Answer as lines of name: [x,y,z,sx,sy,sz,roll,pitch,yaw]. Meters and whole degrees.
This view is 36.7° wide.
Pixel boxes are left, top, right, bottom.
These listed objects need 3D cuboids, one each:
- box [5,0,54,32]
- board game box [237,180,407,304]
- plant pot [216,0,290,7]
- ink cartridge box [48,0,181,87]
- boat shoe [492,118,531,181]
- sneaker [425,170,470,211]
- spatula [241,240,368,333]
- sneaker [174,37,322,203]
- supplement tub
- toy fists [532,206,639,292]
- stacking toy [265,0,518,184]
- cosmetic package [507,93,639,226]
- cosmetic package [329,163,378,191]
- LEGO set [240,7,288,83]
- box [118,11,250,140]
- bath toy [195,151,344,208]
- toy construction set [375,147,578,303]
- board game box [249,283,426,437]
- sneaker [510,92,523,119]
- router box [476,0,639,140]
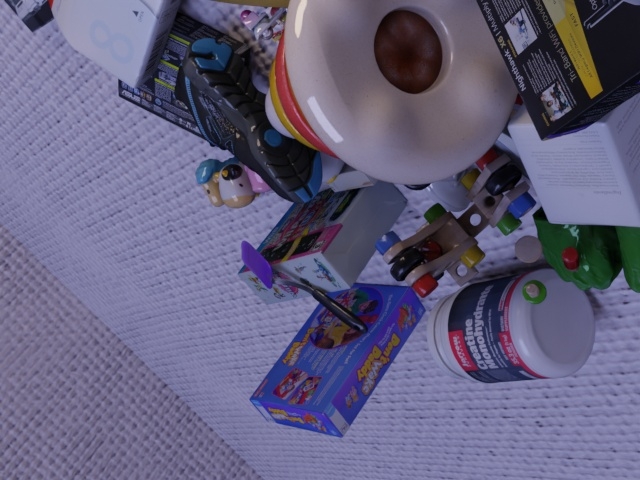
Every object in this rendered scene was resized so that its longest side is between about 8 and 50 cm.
box: [-0.593,-0.574,1.866,0.242,0.076,0.307,-8,127,51]
board game box: [0.000,0.000,1.870,0.097,0.224,0.303,46,149,-17]
plant pot: [-0.085,-0.443,1.340,0.187,0.212,0.212,21,171,-1]
ink cartridge box: [-0.422,-0.492,1.682,0.385,0.091,0.308,32,135,1]
boat shoe: [0.272,-0.170,1.479,0.227,0.079,0.081,41,151,-6]
sneaker: [0.210,-0.137,1.607,0.094,0.080,0.212,-12,124,40]
spatula: [-0.035,0.090,1.776,0.296,0.030,0.084,29,146,19]
sneaker: [-0.127,-0.197,1.708,0.341,0.125,0.139,52,142,5]
supplement tub: [0.341,0.162,1.755,0.191,0.191,0.272,47,149,-15]
toy fists: [0.466,0.011,1.507,0.279,0.096,0.142,4,123,47]
stacking toy: [0.035,-0.246,1.446,0.350,0.350,0.480,48,161,-17]
cosmetic package: [0.382,-0.135,1.334,0.151,0.151,0.184,5,136,44]
cosmetic package: [0.066,-0.128,1.786,0.115,0.060,0.041,-5,131,52]
LEGO set: [-0.060,-0.354,1.570,0.107,0.132,0.287,55,178,8]
box: [-0.265,-0.320,1.837,0.270,0.060,0.216,27,136,18]
bath toy: [-0.101,-0.142,1.854,0.129,0.151,0.348,41,150,-27]
toy construction set: [0.262,-0.004,1.538,0.308,0.258,0.237,25,180,19]
board game box: [0.037,0.241,2.041,0.233,0.347,0.078,1,135,47]
sneaker: [0.330,-0.183,1.425,0.118,0.067,0.042,36,158,-27]
router box: [0.292,-0.306,1.124,0.243,0.081,0.309,-39,71,60]
